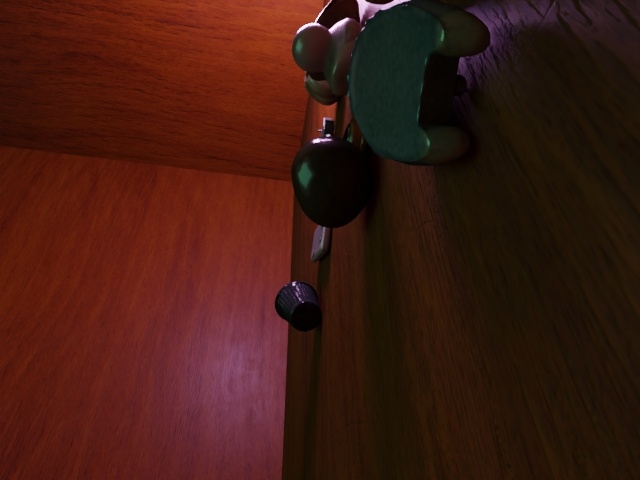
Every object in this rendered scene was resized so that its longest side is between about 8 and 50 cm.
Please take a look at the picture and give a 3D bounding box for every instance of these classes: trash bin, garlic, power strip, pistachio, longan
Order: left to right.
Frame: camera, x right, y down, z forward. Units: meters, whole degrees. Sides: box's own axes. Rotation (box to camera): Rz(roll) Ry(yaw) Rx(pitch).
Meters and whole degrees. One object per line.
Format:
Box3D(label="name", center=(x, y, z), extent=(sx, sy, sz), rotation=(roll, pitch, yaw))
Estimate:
Box3D(label="trash bin", center=(-0.075, 0.259, 1.593), extent=(0.161, 0.175, 0.176), rotation=(-138, 54, -69))
Box3D(label="garlic", center=(0.013, -0.649, 1.651), extent=(0.228, 0.152, 0.228), rotation=(-179, 90, -87))
Box3D(label="power strip", center=(0.023, -0.427, 1.738), extent=(0.145, 0.061, 0.216), rotation=(105, 167, -55))
Box3D(label="pistachio", center=(0.037, -0.655, 1.375), extent=(0.212, 0.162, 0.261), rotation=(-32, -38, -46))
Box3D(label="longan", center=(0.028, -0.138, 1.008), extent=(0.196, 0.196, 0.220), rotation=(-134, 34, -80))

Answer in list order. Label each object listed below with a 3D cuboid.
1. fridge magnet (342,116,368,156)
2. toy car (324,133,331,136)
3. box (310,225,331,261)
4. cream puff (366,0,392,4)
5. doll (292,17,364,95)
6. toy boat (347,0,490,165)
Box3D(label="fridge magnet", center=(0.091, -0.253, 1.096), extent=(0.143, 0.062, 0.143), rotation=(-171, 90, -81))
Box3D(label="toy car", center=(0.042, -0.286, 1.499), extent=(0.093, 0.058, 0.186), rotation=(176, 88, -82))
Box3D(label="box", center=(0.000, 0.000, 1.648), extent=(0.285, 0.044, 0.142), rotation=(129, 148, -77))
Box3D(label="cream puff", center=(0.089, -0.664, 0.823), extent=(0.327, 0.230, 0.343), rotation=(-107, 24, -62))
Box3D(label="doll", center=(0.025, -0.538, 1.223), extent=(0.221, 0.220, 0.251), rotation=(106, 156, -51))
Box3D(label="toy boat", center=(0.145, -0.231, 0.623), extent=(0.330, 0.123, 0.216), rotation=(-128, 35, -63))
